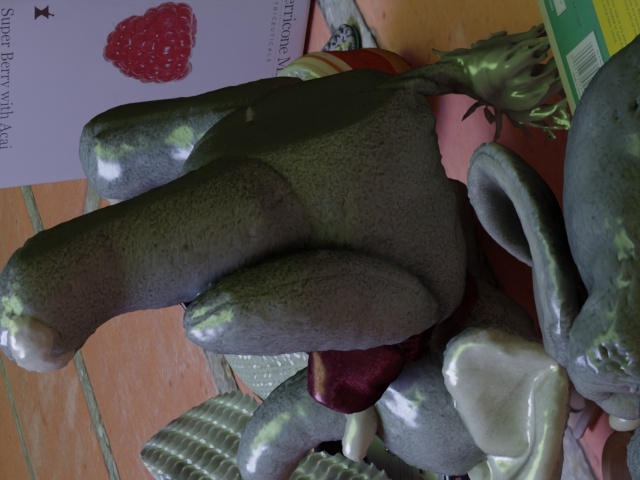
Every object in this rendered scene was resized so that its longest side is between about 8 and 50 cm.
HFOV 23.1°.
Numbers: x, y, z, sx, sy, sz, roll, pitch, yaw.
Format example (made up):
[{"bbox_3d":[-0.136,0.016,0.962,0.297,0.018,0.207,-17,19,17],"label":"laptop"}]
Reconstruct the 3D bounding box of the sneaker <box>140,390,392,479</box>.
[{"bbox_3d":[-0.031,0.218,1.177,0.293,0.102,0.146,20,139,56],"label":"sneaker"}]

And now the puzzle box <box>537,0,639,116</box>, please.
[{"bbox_3d":[0.205,-0.068,0.680,0.272,0.052,0.409,134,124,-63],"label":"puzzle box"}]

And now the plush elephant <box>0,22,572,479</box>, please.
[{"bbox_3d":[0.018,0.040,0.903,0.272,0.330,0.255,-95,-13,-68],"label":"plush elephant"}]

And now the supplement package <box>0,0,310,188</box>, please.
[{"bbox_3d":[-0.177,-0.168,1.247,0.175,0.293,0.177,-122,32,-45],"label":"supplement package"}]

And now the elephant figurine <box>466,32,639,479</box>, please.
[{"bbox_3d":[0.136,0.007,0.628,0.239,0.169,0.186,172,119,-83],"label":"elephant figurine"}]

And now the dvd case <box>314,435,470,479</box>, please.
[{"bbox_3d":[0.048,0.149,1.166,0.238,0.029,0.179,-166,69,-65],"label":"dvd case"}]

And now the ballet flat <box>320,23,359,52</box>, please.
[{"bbox_3d":[0.003,-0.107,1.170,0.041,0.041,0.114,-124,34,-47],"label":"ballet flat"}]

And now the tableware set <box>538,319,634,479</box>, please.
[{"bbox_3d":[0.165,0.076,0.871,0.169,0.020,0.141,-125,34,-47],"label":"tableware set"}]

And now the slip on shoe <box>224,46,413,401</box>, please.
[{"bbox_3d":[0.000,0.000,1.134,0.123,0.101,0.331,41,136,28],"label":"slip on shoe"}]
